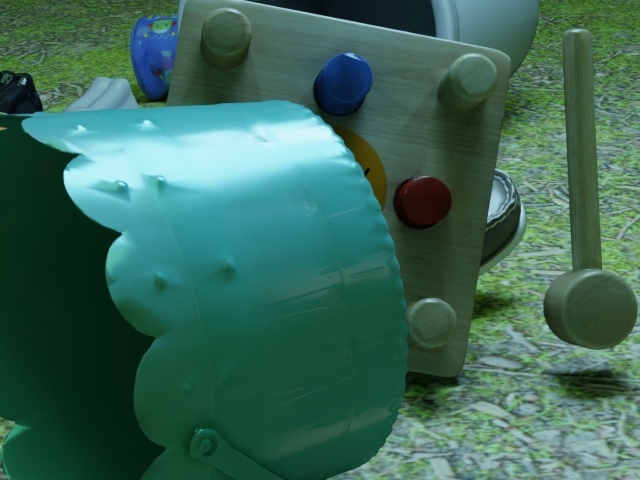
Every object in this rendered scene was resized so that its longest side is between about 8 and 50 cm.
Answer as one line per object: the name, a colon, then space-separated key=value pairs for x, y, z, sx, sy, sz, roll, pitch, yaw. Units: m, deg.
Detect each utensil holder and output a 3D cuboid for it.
utensil holder: x=0.065 y=-0.265 z=1.811 sx=0.328 sy=0.327 sz=0.385 roll=6 pitch=16 yaw=24

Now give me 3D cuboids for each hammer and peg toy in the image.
hammer and peg toy: x=0.055 y=-0.037 z=1.145 sx=0.361 sy=0.265 sz=0.127 roll=9 pitch=-7 yaw=-4

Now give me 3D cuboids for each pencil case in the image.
pencil case: x=-0.109 y=-0.256 z=2.125 sx=0.306 sy=0.133 sz=0.119 roll=0 pitch=45 yaw=11

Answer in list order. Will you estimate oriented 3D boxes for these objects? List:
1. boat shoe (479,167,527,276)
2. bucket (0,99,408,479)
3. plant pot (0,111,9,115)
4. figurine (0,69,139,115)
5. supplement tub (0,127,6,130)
boat shoe: x=0.013 y=-0.010 z=1.250 sx=0.324 sy=0.096 sz=0.116 roll=-11 pitch=50 yaw=-3
bucket: x=-0.088 y=0.046 z=0.914 sx=0.183 sy=0.281 sz=0.281 roll=-11 pitch=19 yaw=-29
plant pot: x=-0.323 y=-0.053 z=1.521 sx=0.134 sy=0.134 sz=0.095 roll=0 pitch=-9 yaw=7
figurine: x=-0.325 y=-0.108 z=1.691 sx=0.215 sy=0.092 sz=0.209 roll=5 pitch=27 yaw=21
supplement tub: x=-0.225 y=0.009 z=1.165 sx=0.117 sy=0.190 sz=0.117 roll=-3 pitch=17 yaw=1
